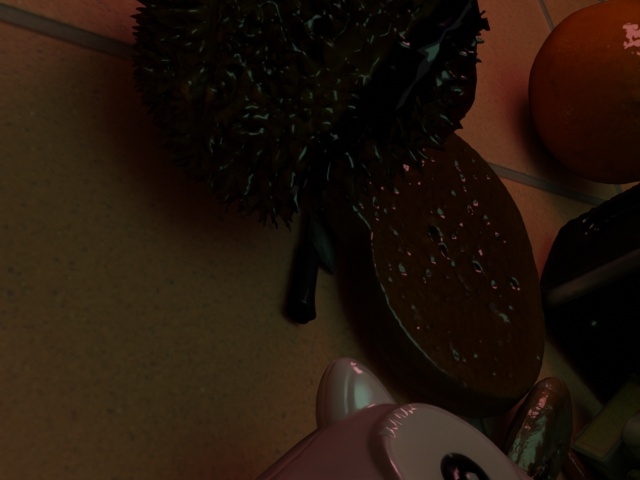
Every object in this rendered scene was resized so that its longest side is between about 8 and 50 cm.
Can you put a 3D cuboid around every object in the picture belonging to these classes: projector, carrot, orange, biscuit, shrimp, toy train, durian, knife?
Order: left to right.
[{"bbox_3d":[-0.003,-0.202,0.762,0.348,0.347,0.384,55,44,-2],"label":"durian"},{"bbox_3d":[0.000,0.000,0.863,0.060,0.028,0.230,45,36,-33],"label":"knife"},{"bbox_3d":[0.131,0.010,0.949,0.350,0.070,0.394,31,45,-24],"label":"biscuit"},{"bbox_3d":[0.242,0.255,0.906,0.236,0.053,0.133,-42,133,-44],"label":"shrimp"},{"bbox_3d":[0.331,0.302,0.983,0.035,0.035,0.142,-26,79,-50],"label":"carrot"},{"bbox_3d":[0.505,-0.247,1.320,0.312,0.312,0.312,25,48,-32],"label":"orange"},{"bbox_3d":[0.452,0.302,0.972,0.159,0.188,0.272,-46,104,-10],"label":"toy train"},{"bbox_3d":[0.574,0.104,1.077,0.405,0.395,0.242,49,39,-9],"label":"projector"}]

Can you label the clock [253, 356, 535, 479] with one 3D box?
[{"bbox_3d":[0.021,0.297,0.501,0.368,0.250,0.377,42,48,-16],"label":"clock"}]
